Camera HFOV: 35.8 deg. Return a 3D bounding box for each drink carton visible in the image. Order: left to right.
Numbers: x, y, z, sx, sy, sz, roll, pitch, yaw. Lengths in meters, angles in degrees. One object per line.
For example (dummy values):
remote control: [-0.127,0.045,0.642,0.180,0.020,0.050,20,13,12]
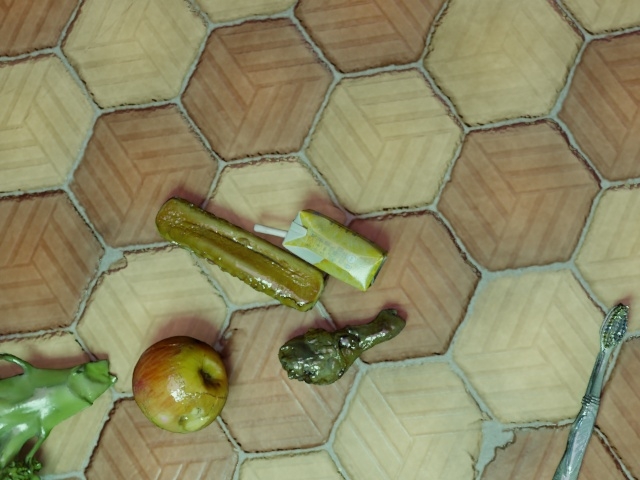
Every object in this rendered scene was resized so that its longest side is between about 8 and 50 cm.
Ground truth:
drink carton: [0.000,0.000,1.497,0.200,0.084,0.074,30,102,7]

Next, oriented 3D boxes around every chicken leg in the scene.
chicken leg: [0.037,0.159,1.489,0.198,0.069,0.085,-24,58,-2]

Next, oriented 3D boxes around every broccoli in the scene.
broccoli: [-0.494,0.283,1.478,0.302,0.186,0.253,2,75,14]

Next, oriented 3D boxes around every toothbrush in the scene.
toothbrush: [0.375,0.287,1.441,0.035,0.042,0.413,18,89,9]

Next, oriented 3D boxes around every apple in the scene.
apple: [-0.204,0.209,1.468,0.147,0.146,0.146,-1,84,7]

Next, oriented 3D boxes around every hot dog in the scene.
hot dog: [-0.125,0.023,1.519,0.289,0.068,0.083,28,65,13]
